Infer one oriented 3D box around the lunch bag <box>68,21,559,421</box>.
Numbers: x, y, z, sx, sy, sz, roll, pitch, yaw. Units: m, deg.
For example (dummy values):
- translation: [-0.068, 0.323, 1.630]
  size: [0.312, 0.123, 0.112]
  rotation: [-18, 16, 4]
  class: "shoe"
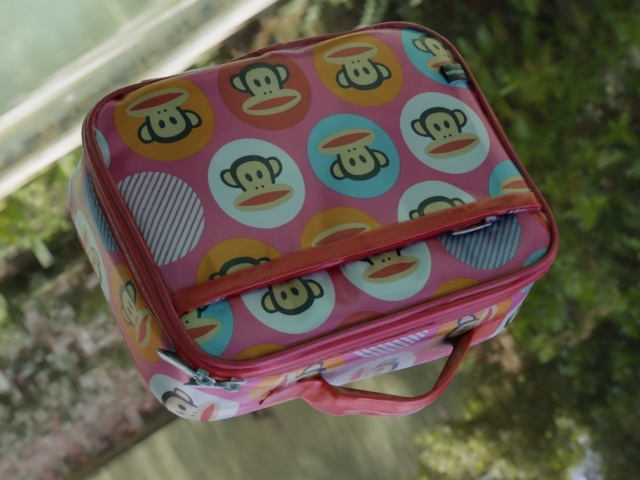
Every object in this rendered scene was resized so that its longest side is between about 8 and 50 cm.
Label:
- translation: [0.000, 0.000, 1.091]
  size: [0.293, 0.258, 0.120]
  rotation: [-17, 157, -24]
  class: "lunch bag"
